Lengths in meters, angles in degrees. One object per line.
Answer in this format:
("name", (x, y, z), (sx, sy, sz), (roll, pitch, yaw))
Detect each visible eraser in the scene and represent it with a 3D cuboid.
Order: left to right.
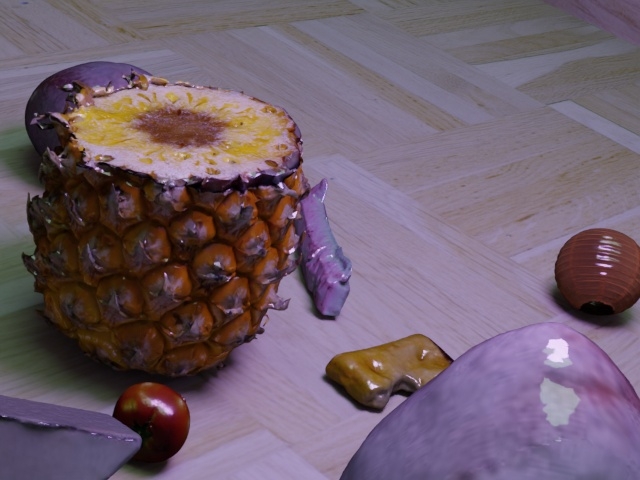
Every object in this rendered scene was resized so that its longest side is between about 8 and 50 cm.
("eraser", (-0.348, 0.182, 1.199), (0.352, 0.077, 0.111), (15, -2, -29))

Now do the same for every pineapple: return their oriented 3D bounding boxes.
("pineapple", (-0.184, -0.017, 1.515), (0.352, 0.300, 0.352), (13, 29, -7))

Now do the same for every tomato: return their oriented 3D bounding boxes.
("tomato", (-0.178, 0.192, 1.367), (0.087, 0.087, 0.075), (20, 24, 7))

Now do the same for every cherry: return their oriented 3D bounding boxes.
("cherry", (-0.313, -0.169, 1.856), (0.266, 0.184, 0.213), (22, 11, 40))
("cherry", (0.165, 0.254, 1.202), (0.291, 0.335, 0.326), (34, 52, 0))

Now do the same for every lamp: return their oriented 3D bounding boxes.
("lamp", (0.414, 0.046, 1.900), (0.136, 0.136, 0.136), (13, 28, -7))

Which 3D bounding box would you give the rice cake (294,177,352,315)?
("rice cake", (-0.001, 0.003, 1.819), (0.051, 0.081, 0.290), (21, 25, -19))

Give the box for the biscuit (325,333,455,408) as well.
("biscuit", (0.117, 0.181, 1.595), (0.183, 0.039, 0.174), (-8, 38, -38))
